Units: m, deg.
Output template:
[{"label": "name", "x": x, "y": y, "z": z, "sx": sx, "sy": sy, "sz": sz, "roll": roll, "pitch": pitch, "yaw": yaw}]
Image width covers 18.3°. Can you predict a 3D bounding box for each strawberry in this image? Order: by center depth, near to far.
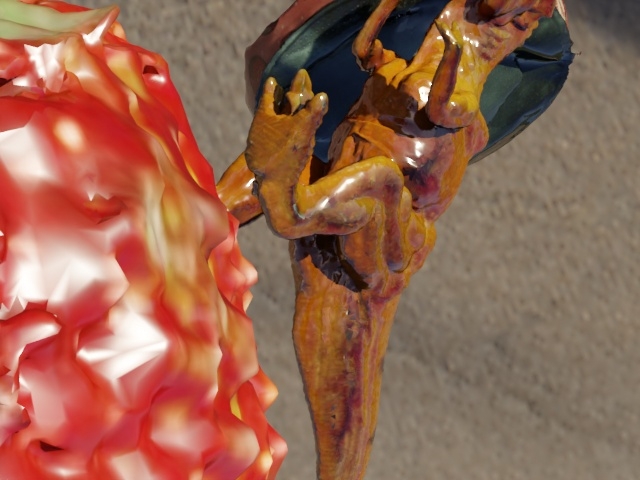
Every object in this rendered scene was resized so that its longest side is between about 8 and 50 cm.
[{"label": "strawberry", "x": -0.111, "y": 0.091, "z": 0.615, "sx": 0.292, "sy": 0.292, "sz": 0.343, "roll": -27, "pitch": 109, "yaw": 11}]

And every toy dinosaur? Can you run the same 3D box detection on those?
[{"label": "toy dinosaur", "x": 0.000, "y": 0.000, "z": 1.031, "sx": 0.208, "sy": 0.097, "sz": 0.432, "roll": 16, "pitch": 102, "yaw": -44}]

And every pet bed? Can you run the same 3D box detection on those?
[{"label": "pet bed", "x": 0.056, "y": -0.103, "z": 1.178, "sx": 0.201, "sy": 0.053, "sz": 0.201, "roll": -9, "pitch": 145, "yaw": -7}]
